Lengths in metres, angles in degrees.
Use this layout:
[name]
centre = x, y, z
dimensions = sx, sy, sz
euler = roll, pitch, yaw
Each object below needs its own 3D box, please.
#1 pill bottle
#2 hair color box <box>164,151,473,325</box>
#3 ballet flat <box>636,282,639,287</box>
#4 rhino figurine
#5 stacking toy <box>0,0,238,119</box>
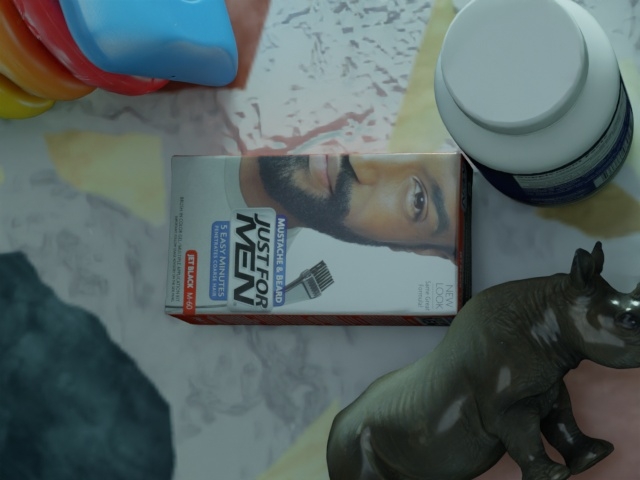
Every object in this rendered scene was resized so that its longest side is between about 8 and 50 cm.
[pill bottle]
centre = 0.110, -0.075, 0.942
dimensions = 0.094, 0.169, 0.094
euler = -2, 81, 13
[hair color box]
centre = 0.000, 0.000, 1.018
dimensions = 0.167, 0.053, 0.093
euler = -1, 81, 12
[ballet flat]
centre = 0.265, 0.048, 0.940
dimensions = 0.206, 0.073, 0.067
euler = -4, 95, 17
[rhino figurine]
centre = 0.100, 0.081, 0.952
dimensions = 0.243, 0.073, 0.106
euler = -41, 75, 20
[stacking toy]
centre = -0.214, -0.122, 1.057
dimensions = 0.301, 0.175, 0.166
euler = -22, 82, 24
